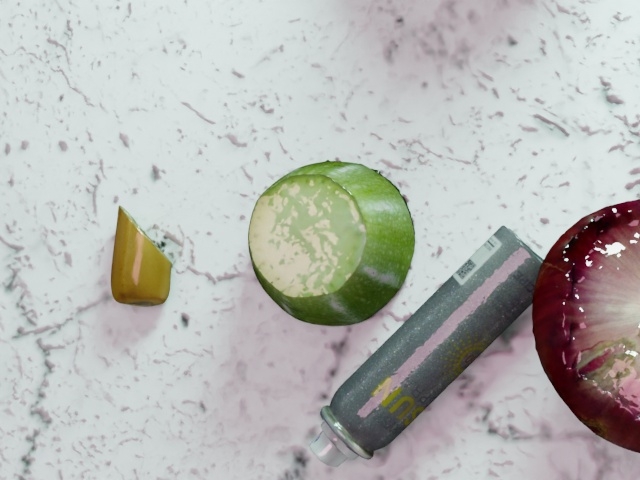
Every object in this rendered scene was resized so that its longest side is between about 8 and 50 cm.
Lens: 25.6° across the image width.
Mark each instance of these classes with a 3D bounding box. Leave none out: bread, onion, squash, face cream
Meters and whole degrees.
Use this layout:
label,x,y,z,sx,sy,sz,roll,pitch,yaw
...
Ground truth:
label,x,y,z,sx,sy,sz,roll,pitch,yaw
bread,-0.184,0.016,1.446,0.062,0.049,0.103,3,84,17
onion,0.305,0.076,1.235,0.248,0.161,0.248,0,87,7
squash,0.000,0.000,1.363,0.170,0.123,0.170,-1,87,16
face cream,0.101,0.107,1.334,0.283,0.073,0.073,-45,72,6
